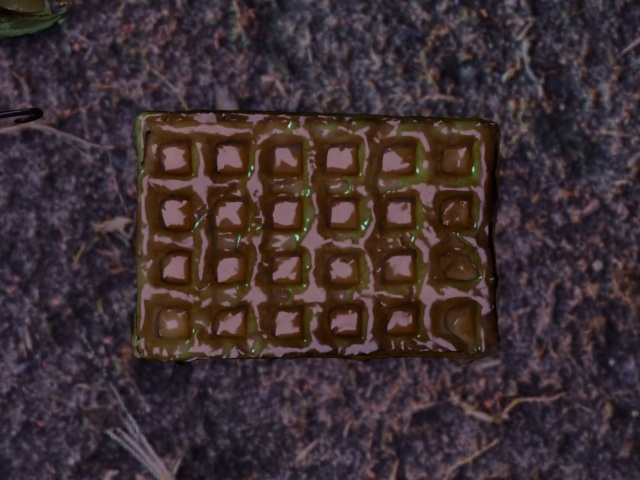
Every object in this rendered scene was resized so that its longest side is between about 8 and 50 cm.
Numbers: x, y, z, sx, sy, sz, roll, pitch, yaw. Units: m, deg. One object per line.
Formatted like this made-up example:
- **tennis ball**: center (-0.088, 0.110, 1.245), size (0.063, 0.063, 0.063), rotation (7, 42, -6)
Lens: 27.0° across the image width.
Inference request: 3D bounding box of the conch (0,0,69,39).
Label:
- **conch**: center (-0.350, -0.208, 1.081), size (0.251, 0.137, 0.143), rotation (-23, 90, -3)

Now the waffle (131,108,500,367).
- **waffle**: center (0.000, 0.000, 1.122), size (0.308, 0.091, 0.212), rotation (0, 90, -2)

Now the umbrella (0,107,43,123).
- **umbrella**: center (-0.365, -0.095, 1.137), size (0.269, 0.044, 0.044), rotation (-5, 115, 6)
